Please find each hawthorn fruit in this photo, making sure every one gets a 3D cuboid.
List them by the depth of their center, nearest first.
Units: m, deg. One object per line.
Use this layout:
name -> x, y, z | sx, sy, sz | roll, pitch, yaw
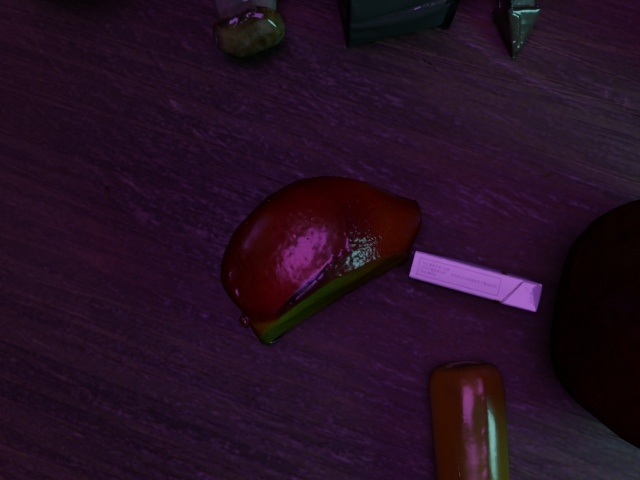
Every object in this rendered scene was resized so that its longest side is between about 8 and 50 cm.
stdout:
hawthorn fruit -> 0.396, 0.077, 0.698 | 0.308, 0.325, 0.309 | -3, 58, 5

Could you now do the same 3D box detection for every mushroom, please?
mushroom -> -0.101, -0.399, 0.909 | 0.099, 0.081, 0.313 | -3, 80, 2

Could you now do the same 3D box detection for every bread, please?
bread -> 0.186, 0.270, 0.815 | 0.092, 0.074, 0.240 | -4, 84, 0

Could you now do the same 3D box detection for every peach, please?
peach -> -0.003, 0.000, 0.819 | 0.267, 0.154, 0.159 | -30, 81, 3

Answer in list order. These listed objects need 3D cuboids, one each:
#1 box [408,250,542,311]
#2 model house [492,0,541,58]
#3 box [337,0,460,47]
box -> 0.188, 0.050, 0.830 | 0.154, 0.084, 0.040 | 16, 86, 7
model house -> 0.260, -0.354, 0.832 | 0.180, 0.176, 0.248 | -8, 110, -13
box -> 0.077, -0.398, 0.839 | 0.153, 0.188, 0.253 | -13, 86, 2
